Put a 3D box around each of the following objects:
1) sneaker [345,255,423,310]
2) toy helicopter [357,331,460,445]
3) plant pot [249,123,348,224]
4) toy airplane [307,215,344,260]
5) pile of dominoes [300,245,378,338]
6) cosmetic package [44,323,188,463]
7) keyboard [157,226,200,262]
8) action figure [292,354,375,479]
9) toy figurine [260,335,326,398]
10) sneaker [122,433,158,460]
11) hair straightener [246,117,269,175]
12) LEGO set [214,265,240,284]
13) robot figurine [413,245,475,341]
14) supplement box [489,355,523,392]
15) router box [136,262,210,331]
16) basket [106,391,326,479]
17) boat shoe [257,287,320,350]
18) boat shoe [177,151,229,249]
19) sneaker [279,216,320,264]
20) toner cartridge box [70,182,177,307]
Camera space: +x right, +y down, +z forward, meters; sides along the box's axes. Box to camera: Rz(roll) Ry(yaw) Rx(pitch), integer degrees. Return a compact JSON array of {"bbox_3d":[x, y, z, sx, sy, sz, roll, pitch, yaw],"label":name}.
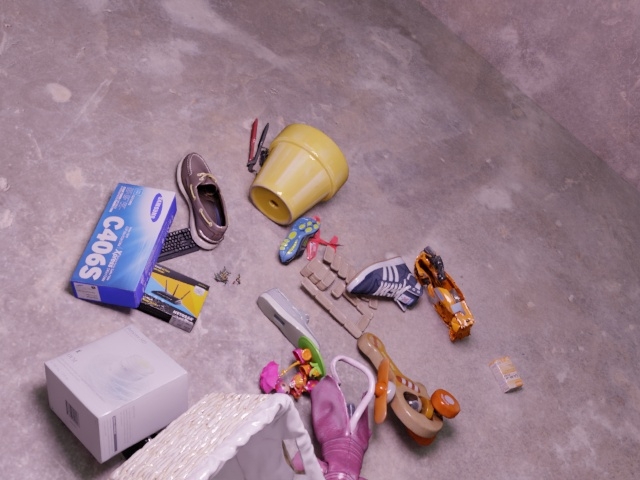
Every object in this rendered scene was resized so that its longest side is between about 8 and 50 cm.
[{"bbox_3d":[0.202,0.143,2.189,0.282,0.099,0.153,-16,64,-50],"label":"sneaker"},{"bbox_3d":[0.194,0.385,1.984,0.235,0.140,0.355,13,31,-45],"label":"toy helicopter"},{"bbox_3d":[-0.080,-0.184,2.221,0.254,0.254,0.239,38,63,2],"label":"plant pot"},{"bbox_3d":[0.000,0.000,2.249,0.151,0.028,0.151,7,68,-19],"label":"toy airplane"},{"bbox_3d":[0.055,0.153,2.176,0.251,0.040,0.196,45,43,-2],"label":"pile of dominoes"},{"bbox_3d":[-0.447,0.327,1.619,0.224,0.138,0.224,30,37,35],"label":"cosmetic package"},{"bbox_3d":[-0.428,0.002,2.018,0.180,0.023,0.108,-18,66,-39],"label":"keyboard"},{"bbox_3d":[0.065,0.508,1.738,0.248,0.276,0.370,25,30,-11],"label":"action figure"},{"bbox_3d":[-0.078,0.358,1.900,0.159,0.130,0.173,-23,93,-25],"label":"toy figurine"},{"bbox_3d":[-0.356,0.488,1.661,0.234,0.084,0.097,44,23,6],"label":"sneaker"},{"bbox_3d":[-0.185,-0.293,2.363,0.089,0.047,0.230,16,50,-17],"label":"hair straightener"},{"bbox_3d":[-0.261,0.104,2.036,0.083,0.023,0.054,32,47,-22],"label":"LEGO set"},{"bbox_3d":[0.370,0.157,2.241,0.085,0.211,0.291,-26,67,-6],"label":"robot figurine"},{"bbox_3d":[0.568,0.410,2.247,0.062,0.036,0.098,-8,61,-33],"label":"supplement box"},{"bbox_3d":[-0.394,0.143,1.910,0.178,0.046,0.133,25,48,-10],"label":"router box"},{"bbox_3d":[-0.192,0.520,1.500,0.331,0.266,0.328,-37,115,-41],"label":"basket"},{"bbox_3d":[-0.071,0.216,2.011,0.227,0.079,0.081,44,51,13],"label":"boat shoe"},{"bbox_3d":[-0.332,-0.133,2.109,0.116,0.096,0.324,13,48,-38],"label":"boat shoe"},{"bbox_3d":[-0.066,-0.001,2.181,0.067,0.078,0.188,30,54,12],"label":"sneaker"},{"bbox_3d":[-0.501,0.005,1.905,0.165,0.075,0.348,10,49,2],"label":"toner cartridge box"}]
